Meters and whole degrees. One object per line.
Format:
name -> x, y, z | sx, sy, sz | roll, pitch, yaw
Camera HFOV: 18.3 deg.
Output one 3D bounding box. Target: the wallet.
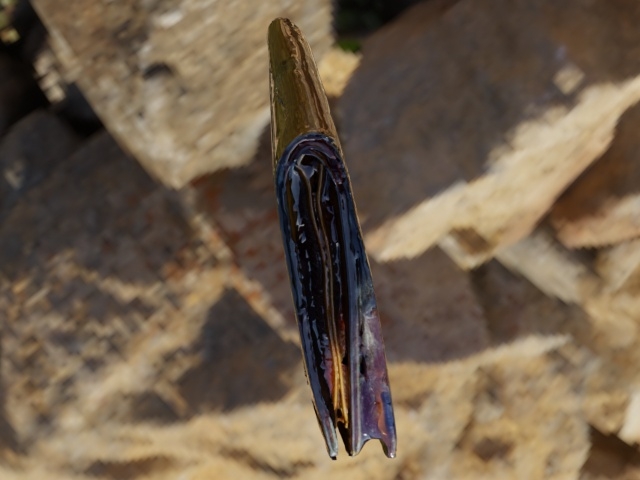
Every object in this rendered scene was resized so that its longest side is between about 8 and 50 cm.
wallet -> -0.003, 0.001, 1.045 | 0.042, 0.161, 0.195 | -12, 118, -4
